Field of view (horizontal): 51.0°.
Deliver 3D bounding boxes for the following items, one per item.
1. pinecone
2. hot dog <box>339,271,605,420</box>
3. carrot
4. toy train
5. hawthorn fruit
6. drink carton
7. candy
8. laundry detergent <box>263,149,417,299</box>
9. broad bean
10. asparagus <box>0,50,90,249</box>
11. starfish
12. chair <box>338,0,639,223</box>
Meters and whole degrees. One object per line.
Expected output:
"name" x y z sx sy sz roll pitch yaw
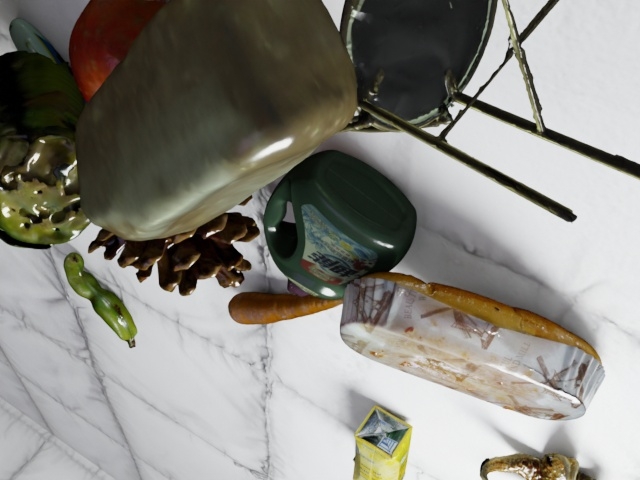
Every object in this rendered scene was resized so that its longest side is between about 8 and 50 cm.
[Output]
"pinecone" -0.159 -0.030 0.748 0.212 0.168 0.185 33 -171 -14
"hot dog" 0.148 0.102 0.666 0.268 0.075 0.144 23 149 0
"carrot" -0.047 0.087 0.892 0.216 0.048 0.048 -8 124 42
"toy train" -0.311 -0.169 0.836 0.052 0.051 0.234 -22 113 47
"hawthorn fruit" -0.144 -0.147 0.572 0.163 0.203 0.162 23 141 21
"drink carton" 0.090 0.333 1.010 0.084 0.074 0.200 23 141 23
"candy" -0.076 -0.071 0.424 0.234 0.102 0.104 -23 85 46
"laundry detergent" 0.000 0.000 0.717 0.144 0.078 0.222 36 148 -6
"broad bean" -0.400 0.111 1.235 0.070 0.048 0.213 -12 118 50
"asparagus" -0.299 -0.123 0.697 0.108 0.128 0.382 46 -177 -36
"starfish" 0.267 0.298 0.804 0.146 0.074 0.190 19 141 25
"chair" 0.066 -0.129 0.442 0.326 0.160 0.170 31 122 40
